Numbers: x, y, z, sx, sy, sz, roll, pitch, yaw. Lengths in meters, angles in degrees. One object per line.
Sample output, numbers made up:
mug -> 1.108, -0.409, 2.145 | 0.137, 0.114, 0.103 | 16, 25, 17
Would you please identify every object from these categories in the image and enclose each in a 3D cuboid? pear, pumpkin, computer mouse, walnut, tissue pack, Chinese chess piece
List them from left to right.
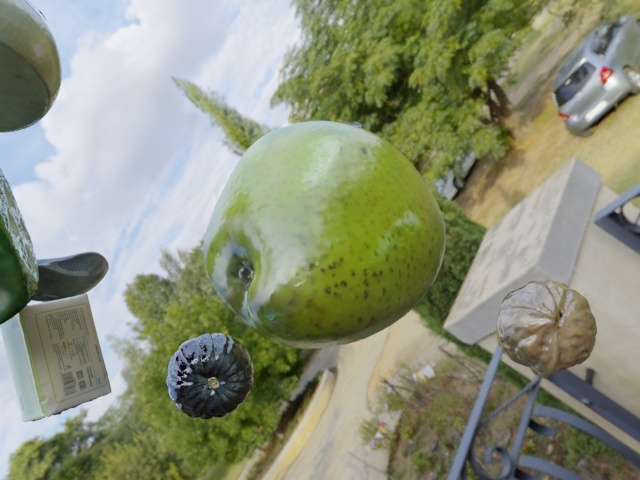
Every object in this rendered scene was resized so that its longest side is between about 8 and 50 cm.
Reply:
Chinese chess piece -> -0.684, -0.354, 1.029 | 0.349, 0.349, 0.146 | 124, 145, -60
computer mouse -> -0.707, 0.111, 1.383 | 0.167, 0.090, 0.379 | -38, -17, 30
tissue pack -> -0.568, 0.249, 1.160 | 0.125, 0.234, 0.159 | -20, -4, 36
pumpkin -> -0.278, 0.342, 1.372 | 0.220, 0.220, 0.162 | -55, 15, -10
pear -> 0.000, 0.000, 0.735 | 0.238, 0.342, 0.318 | -52, 0, 40
walnut -> 0.459, 0.180, 1.109 | 0.198, 0.198, 0.245 | -55, -19, -16

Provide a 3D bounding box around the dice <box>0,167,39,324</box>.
dice -> -0.674, -0.002, 0.916 | 0.300, 0.287, 0.297 | -21, -47, -24
